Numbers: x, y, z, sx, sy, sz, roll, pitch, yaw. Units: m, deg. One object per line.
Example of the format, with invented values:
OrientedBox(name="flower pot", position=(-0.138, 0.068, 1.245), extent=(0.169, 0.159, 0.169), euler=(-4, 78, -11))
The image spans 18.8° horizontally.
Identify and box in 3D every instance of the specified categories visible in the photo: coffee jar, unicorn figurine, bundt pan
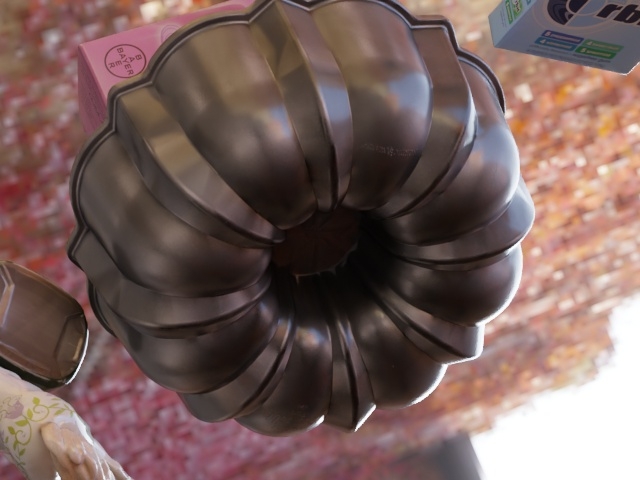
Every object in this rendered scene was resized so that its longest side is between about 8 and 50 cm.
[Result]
OrientedBox(name="coffee jar", position=(-0.251, 0.084, 1.363), extent=(0.184, 0.096, 0.079), euler=(-28, -142, 43))
OrientedBox(name="unicorn figurine", position=(-0.143, 0.083, 0.868), extent=(0.162, 0.060, 0.111), euler=(3, -34, 41))
OrientedBox(name="bundt pan", position=(0.000, 0.000, 1.311), extent=(0.124, 0.331, 0.330), euler=(-120, -155, -54))

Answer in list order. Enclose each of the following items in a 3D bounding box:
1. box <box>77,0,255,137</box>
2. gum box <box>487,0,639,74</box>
OrientedBox(name="box", position=(-0.054, -0.084, 1.626), extent=(0.117, 0.243, 0.213), euler=(102, -33, -60))
OrientedBox(name="gum box", position=(0.271, -0.232, 1.804), extent=(0.184, 0.157, 0.041), euler=(-47, -138, 48))
